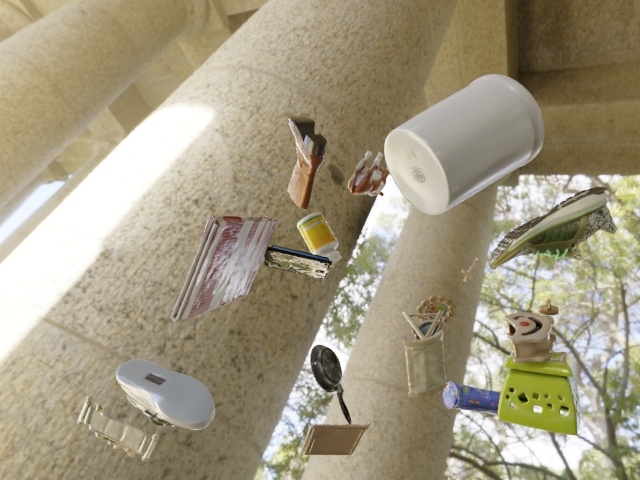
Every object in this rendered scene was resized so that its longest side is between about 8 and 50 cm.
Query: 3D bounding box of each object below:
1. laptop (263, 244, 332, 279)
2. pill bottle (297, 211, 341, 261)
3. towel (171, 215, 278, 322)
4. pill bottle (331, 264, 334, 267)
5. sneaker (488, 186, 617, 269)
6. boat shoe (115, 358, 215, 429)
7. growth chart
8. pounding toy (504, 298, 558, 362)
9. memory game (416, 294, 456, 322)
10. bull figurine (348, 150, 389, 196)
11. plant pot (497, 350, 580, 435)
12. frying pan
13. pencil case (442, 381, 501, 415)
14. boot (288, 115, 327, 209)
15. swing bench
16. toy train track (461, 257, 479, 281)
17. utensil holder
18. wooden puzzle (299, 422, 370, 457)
[{"bbox_3d":[-0.075,0.047,1.630,0.234,0.136,0.264,13,-26,-1],"label":"laptop"},{"bbox_3d":[0.000,0.000,1.848,0.208,0.118,0.117,62,-34,11],"label":"pill bottle"},{"bbox_3d":[-0.213,0.053,1.061,0.037,0.237,0.329,25,9,13],"label":"towel"},{"bbox_3d":[0.038,0.088,2.408,0.065,0.065,0.116,0,-67,34],"label":"pill bottle"},{"bbox_3d":[0.734,0.005,1.424,0.410,0.158,0.182,-33,-93,17],"label":"sneaker"},{"bbox_3d":[-0.366,0.383,1.073,0.306,0.113,0.105,10,-60,27],"label":"boat shoe"},{"bbox_3d":[-0.558,0.525,1.247,0.237,0.021,0.172,35,-55,-10],"label":"growth chart"},{"bbox_3d":[0.663,0.264,1.460,0.154,0.269,0.154,-5,-76,37],"label":"pounding toy"},{"bbox_3d":[0.526,0.322,2.063,0.186,0.012,0.186,-1,-57,-1],"label":"memory game"},{"bbox_3d":[0.206,-0.249,1.776,0.101,0.310,0.188,30,-69,17],"label":"bull figurine"},{"bbox_3d":[0.708,0.467,1.464,0.227,0.207,0.228,0,-1,31],"label":"plant pot"},{"bbox_3d":[0.044,0.564,1.797,0.053,0.326,0.197,-29,-27,26],"label":"frying pan"},{"bbox_3d":[0.727,0.741,2.106,0.306,0.119,0.133,13,6,-11],"label":"pencil case"},{"bbox_3d":[-0.070,-0.297,1.690,0.264,0.096,0.280,52,-40,37],"label":"boot"},{"bbox_3d":[0.424,0.450,1.830,0.165,0.254,0.253,-4,-70,12],"label":"swing bench"},{"bbox_3d":[0.471,0.092,1.415,0.048,0.083,0.014,31,-3,4],"label":"toy train track"},{"bbox_3d":[0.450,-0.300,1.464,0.327,0.385,0.327,51,-17,22],"label":"utensil holder"},{"bbox_3d":[0.050,0.741,1.701,0.239,0.044,0.221,3,-50,-15],"label":"wooden puzzle"}]
